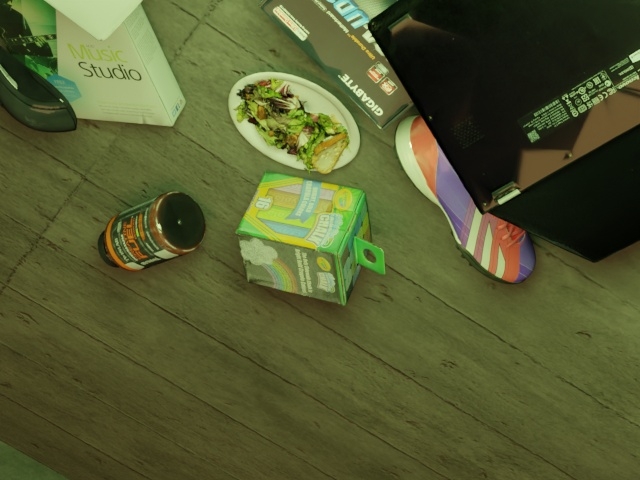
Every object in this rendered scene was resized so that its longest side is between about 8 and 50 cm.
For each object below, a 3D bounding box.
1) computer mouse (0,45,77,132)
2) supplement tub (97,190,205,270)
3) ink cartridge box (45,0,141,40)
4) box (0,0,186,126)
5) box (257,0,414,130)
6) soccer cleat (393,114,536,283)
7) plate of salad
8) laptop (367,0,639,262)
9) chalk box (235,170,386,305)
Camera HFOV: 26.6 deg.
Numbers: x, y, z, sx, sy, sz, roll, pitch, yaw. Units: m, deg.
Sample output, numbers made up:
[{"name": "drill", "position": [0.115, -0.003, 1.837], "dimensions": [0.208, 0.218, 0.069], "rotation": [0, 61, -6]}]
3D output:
[{"name": "computer mouse", "position": [-0.465, -0.216, 2.010], "dimensions": [0.262, 0.060, 0.184], "rotation": [40, 158, 13]}, {"name": "supplement tub", "position": [-0.284, -0.009, 2.224], "dimensions": [0.106, 0.106, 0.198], "rotation": [42, 142, -25]}, {"name": "ink cartridge box", "position": [-0.246, -0.395, 1.516], "dimensions": [0.201, 0.278, 0.117], "rotation": [36, 141, -18]}, {"name": "box", "position": [-0.348, -0.296, 1.911], "dimensions": [0.232, 0.058, 0.322], "rotation": [7, 142, 25]}, {"name": "box", "position": [0.062, -0.267, 1.622], "dimensions": [0.220, 0.051, 0.175], "rotation": [45, 120, -11]}, {"name": "soccer cleat", "position": [0.226, -0.056, 1.855], "dimensions": [0.116, 0.108, 0.318], "rotation": [-14, 129, 38]}, {"name": "plate of salad", "position": [-0.042, -0.159, 1.922], "dimensions": [0.200, 0.048, 0.200], "rotation": [17, 146, 11]}, {"name": "laptop", "position": [0.343, -0.192, 1.568], "dimensions": [0.382, 0.236, 0.408], "rotation": [-31, 92, 30]}, {"name": "chalk box", "position": [0.000, 0.000, 2.043], "dimensions": [0.213, 0.132, 0.132], "rotation": [12, 144, 15]}]
